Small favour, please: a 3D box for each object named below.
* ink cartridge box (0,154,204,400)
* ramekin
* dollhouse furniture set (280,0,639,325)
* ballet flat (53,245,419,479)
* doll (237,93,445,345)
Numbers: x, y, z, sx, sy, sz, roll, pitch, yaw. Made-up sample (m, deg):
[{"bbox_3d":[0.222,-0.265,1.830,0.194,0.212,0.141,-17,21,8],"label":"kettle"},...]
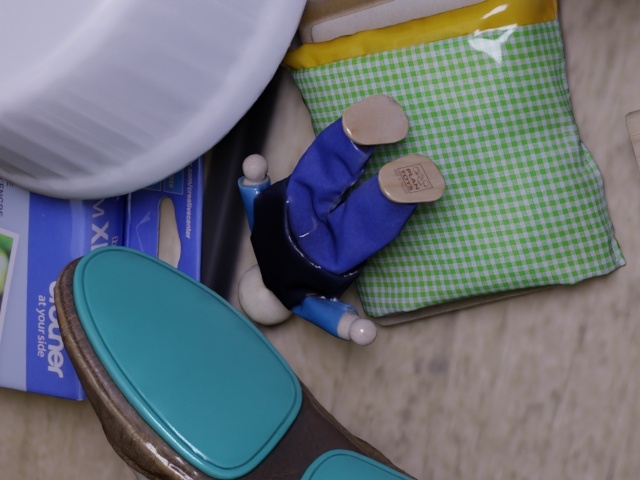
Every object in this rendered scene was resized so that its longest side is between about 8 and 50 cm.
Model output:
[{"bbox_3d":[-0.221,-0.008,1.225,0.311,0.065,0.186,8,101,22],"label":"ink cartridge box"},{"bbox_3d":[-0.153,-0.171,1.085,0.277,0.135,0.277,-6,76,27],"label":"ramekin"},{"bbox_3d":[0.104,-0.068,1.015,0.301,0.151,0.198,-15,91,26],"label":"dollhouse furniture set"},{"bbox_3d":[-0.027,0.143,1.137,0.342,0.116,0.124,34,137,9],"label":"ballet flat"},{"bbox_3d":[0.000,0.000,1.091,0.129,0.046,0.189,60,144,11],"label":"doll"}]
